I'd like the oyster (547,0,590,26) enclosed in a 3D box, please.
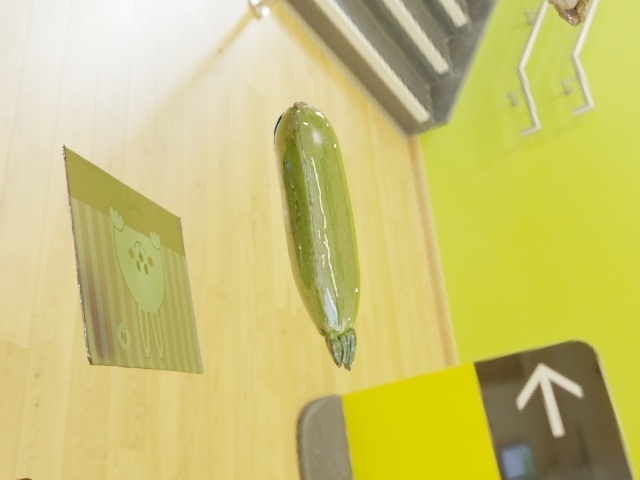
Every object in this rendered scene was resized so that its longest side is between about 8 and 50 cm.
[{"bbox_3d":[0.204,-0.216,0.648,0.034,0.051,0.093,16,88,-35],"label":"oyster"}]

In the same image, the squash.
[{"bbox_3d":[0.000,0.000,0.960,0.094,0.094,0.341,-46,129,-62],"label":"squash"}]

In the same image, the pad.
[{"bbox_3d":[-0.184,0.037,0.829,0.300,0.005,0.202,49,29,-74],"label":"pad"}]

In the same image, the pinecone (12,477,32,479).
[{"bbox_3d":[-0.267,0.252,0.614,0.121,0.140,0.140,-22,90,-76],"label":"pinecone"}]
